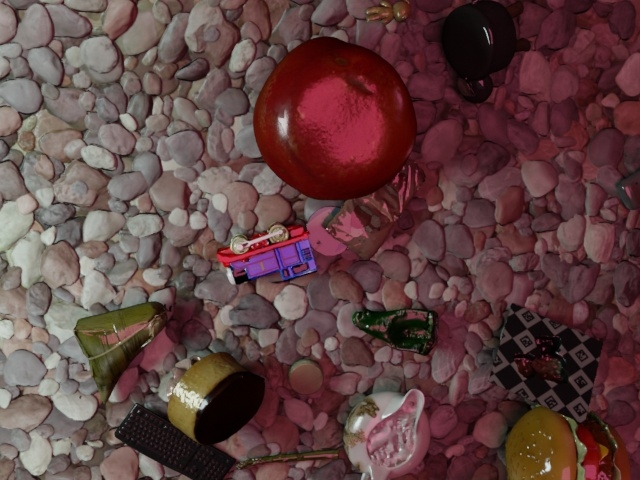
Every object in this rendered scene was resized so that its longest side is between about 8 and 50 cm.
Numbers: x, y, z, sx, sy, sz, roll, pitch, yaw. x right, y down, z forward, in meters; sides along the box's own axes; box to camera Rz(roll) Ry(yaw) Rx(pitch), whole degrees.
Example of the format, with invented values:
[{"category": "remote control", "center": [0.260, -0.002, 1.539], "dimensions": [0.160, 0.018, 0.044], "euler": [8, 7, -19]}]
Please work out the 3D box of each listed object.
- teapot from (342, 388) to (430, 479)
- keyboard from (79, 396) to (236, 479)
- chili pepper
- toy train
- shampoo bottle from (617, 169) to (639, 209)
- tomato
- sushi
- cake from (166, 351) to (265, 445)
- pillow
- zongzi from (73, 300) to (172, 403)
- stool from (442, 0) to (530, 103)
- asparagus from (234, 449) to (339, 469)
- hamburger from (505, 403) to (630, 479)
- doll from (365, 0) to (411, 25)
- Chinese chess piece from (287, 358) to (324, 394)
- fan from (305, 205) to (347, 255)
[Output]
[{"category": "teapot", "center": [0.152, 0.460, 1.630], "dimensions": [0.204, 0.139, 0.298], "euler": [17, 95, -13]}, {"category": "keyboard", "center": [-0.368, 0.438, 1.600], "dimensions": [0.381, 0.041, 0.103], "euler": [36, 92, -12]}, {"category": "chili pepper", "center": [0.179, 0.195, 1.636], "dimensions": [0.216, 0.062, 0.108], "euler": [14, 90, -10]}, {"category": "toy train", "center": [-0.116, 0.035, 1.554], "dimensions": [0.204, 0.083, 0.131], "euler": [-17, 100, -4]}, {"category": "shampoo bottle", "center": [0.787, -0.142, 1.684], "dimensions": [0.165, 0.040, 0.080], "euler": [-30, 100, -2]}, {"category": "tomato", "center": [0.022, -0.239, 1.441], "dimensions": [0.290, 0.293, 0.325], "euler": [-44, 110, -12]}, {"category": "sushi", "center": [0.516, 0.288, 1.650], "dimensions": [0.231, 0.047, 0.219], "euler": [23, 59, 6]}, {"category": "cake", "center": [-0.246, 0.321, 1.550], "dimensions": [0.208, 0.178, 0.185], "euler": [-37, 143, -17]}, {"category": "pillow", "center": [0.126, -0.088, 1.593], "dimensions": [0.135, 0.049, 0.248], "euler": [34, 88, -12]}, {"category": "zongzi", "center": [-0.405, 0.242, 1.541], "dimensions": [0.205, 0.094, 0.204], "euler": [-15, 104, -6]}, {"category": "stool", "center": [0.352, -0.421, 1.542], "dimensions": [0.139, 0.228, 0.153], "euler": [-22, 58, -25]}, {"category": "asparagus", "center": [-0.077, 0.510, 1.662], "dimensions": [0.249, 0.025, 0.024], "euler": [-4, 141, -8]}, {"category": "hamburger", "center": [0.543, 0.510, 1.627], "dimensions": [0.212, 0.274, 0.274], "euler": [14, 96, -17]}, {"category": "doll", "center": [0.147, -0.495, 1.534], "dimensions": [0.093, 0.051, 0.061], "euler": [3, 70, -12]}, {"category": "Chinese chess piece", "center": [-0.034, 0.314, 1.635], "dimensions": [0.084, 0.034, 0.084], "euler": [-1, 100, -6]}, {"category": "fan", "center": [0.000, 0.000, 1.607], "dimensions": [0.175, 0.005, 0.113], "euler": [-44, 100, -1]}]
